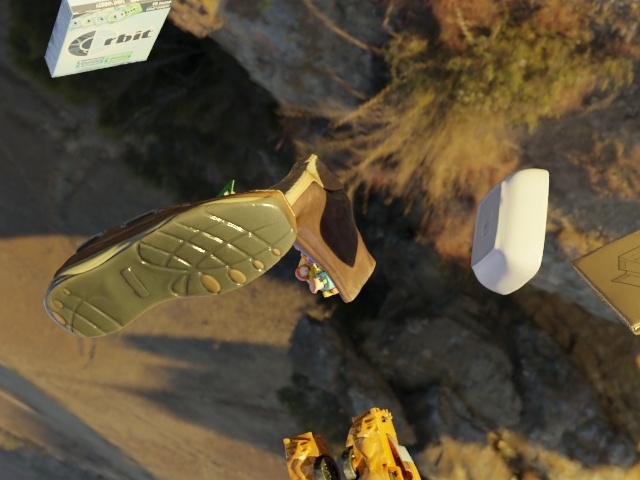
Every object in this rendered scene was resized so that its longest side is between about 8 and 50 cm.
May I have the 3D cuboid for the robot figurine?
[{"bbox_3d":[0.056,0.368,1.249,0.211,0.291,0.085,-23,157,23],"label":"robot figurine"}]

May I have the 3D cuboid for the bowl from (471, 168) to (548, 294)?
[{"bbox_3d":[0.227,-0.013,1.238,0.053,0.142,0.142,12,162,-6],"label":"bowl"}]

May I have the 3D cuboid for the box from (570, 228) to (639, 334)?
[{"bbox_3d":[0.494,0.050,1.513,0.201,0.164,0.021,-118,2,-60],"label":"box"}]

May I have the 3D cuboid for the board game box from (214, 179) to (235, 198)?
[{"bbox_3d":[-0.250,-0.003,2.013,0.039,0.259,0.124,35,-157,-17],"label":"board game box"}]

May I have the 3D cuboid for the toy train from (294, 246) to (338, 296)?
[{"bbox_3d":[-0.020,0.037,1.861,0.166,0.046,0.125,42,143,46],"label":"toy train"}]

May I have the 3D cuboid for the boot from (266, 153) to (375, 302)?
[{"bbox_3d":[0.000,0.000,1.446,0.090,0.248,0.207,-22,105,27],"label":"boot"}]

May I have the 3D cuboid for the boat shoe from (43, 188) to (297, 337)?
[{"bbox_3d":[-0.188,0.005,1.228,0.324,0.120,0.122,-20,124,11],"label":"boat shoe"}]

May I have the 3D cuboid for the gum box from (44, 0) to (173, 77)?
[{"bbox_3d":[-0.315,-0.315,1.495,0.184,0.157,0.041,-41,69,60],"label":"gum box"}]
